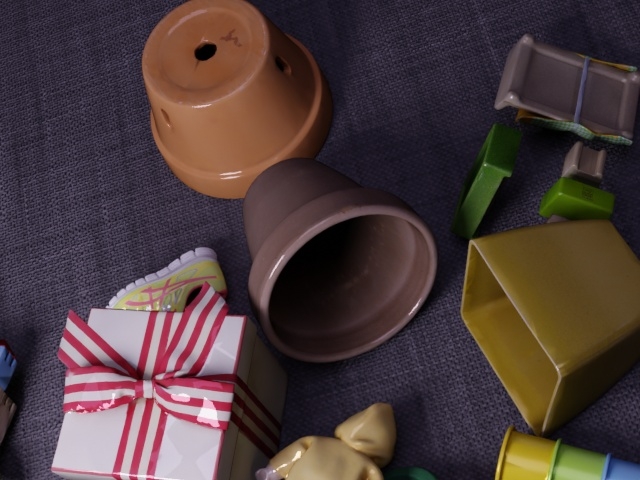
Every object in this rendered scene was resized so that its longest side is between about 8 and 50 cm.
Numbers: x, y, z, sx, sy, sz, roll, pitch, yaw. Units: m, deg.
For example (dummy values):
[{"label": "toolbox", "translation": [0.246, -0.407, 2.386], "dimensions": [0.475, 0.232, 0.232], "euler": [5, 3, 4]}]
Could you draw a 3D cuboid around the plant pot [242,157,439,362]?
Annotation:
[{"label": "plant pot", "translation": [0.000, 0.000, 1.590], "dimensions": [0.263, 0.263, 0.229], "euler": [-32, 44, -1]}]

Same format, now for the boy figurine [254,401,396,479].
[{"label": "boy figurine", "translation": [0.004, 0.317, 1.456], "dimensions": [0.177, 0.092, 0.285], "euler": [18, 49, 24]}]

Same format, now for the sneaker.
[{"label": "sneaker", "translation": [-0.228, 0.097, 1.680], "dimensions": [0.208, 0.081, 0.094], "euler": [-34, 63, -3]}]

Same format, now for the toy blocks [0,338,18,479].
[{"label": "toy blocks", "translation": [-0.594, 0.215, 1.687], "dimensions": [0.381, 0.190, 0.261], "euler": [6, 56, 18]}]

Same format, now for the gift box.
[{"label": "gift box", "translation": [-0.198, 0.211, 1.516], "dimensions": [0.255, 0.258, 0.276], "euler": [-2, 65, 14]}]

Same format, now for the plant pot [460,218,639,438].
[{"label": "plant pot", "translation": [0.318, 0.093, 1.472], "dimensions": [0.187, 0.212, 0.212], "euler": [-24, 60, -12]}]

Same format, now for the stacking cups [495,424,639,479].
[{"label": "stacking cups", "translation": [0.376, 0.311, 1.401], "dimensions": [0.316, 0.096, 0.096], "euler": [12, 69, 20]}]

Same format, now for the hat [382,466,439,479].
[{"label": "hat", "translation": [0.137, 0.413, 1.459], "dimensions": [0.173, 0.183, 0.208], "euler": [-47, 20, -18]}]

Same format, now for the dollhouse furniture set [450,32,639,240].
[{"label": "dollhouse furniture set", "translation": [0.330, -0.131, 1.647], "dimensions": [0.198, 0.151, 0.301], "euler": [20, 52, 1]}]

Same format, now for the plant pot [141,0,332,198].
[{"label": "plant pot", "translation": [-0.146, -0.237, 1.749], "dimensions": [0.291, 0.203, 0.291], "euler": [-7, 63, 13]}]
